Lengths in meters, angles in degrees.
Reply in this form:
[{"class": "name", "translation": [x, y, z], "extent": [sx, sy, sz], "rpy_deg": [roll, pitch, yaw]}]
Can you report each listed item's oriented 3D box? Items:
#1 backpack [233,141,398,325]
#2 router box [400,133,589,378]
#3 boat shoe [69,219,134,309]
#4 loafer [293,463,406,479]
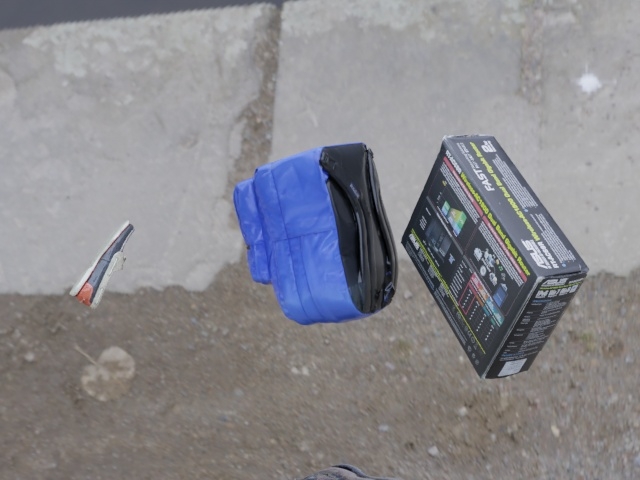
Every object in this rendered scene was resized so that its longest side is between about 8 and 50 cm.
[{"class": "backpack", "translation": [0.000, 0.000, 0.716], "extent": [0.101, 0.098, 0.120], "rpy_deg": [-16, 91, 31]}, {"class": "router box", "translation": [0.101, 0.008, 0.617], "extent": [0.038, 0.092, 0.122], "rpy_deg": [-6, 48, -25]}, {"class": "boat shoe", "translation": [-0.306, 0.034, 1.460], "extent": [0.043, 0.049, 0.137], "rpy_deg": [36, 73, -16]}, {"class": "loafer", "translation": [0.001, 0.269, 0.980], "extent": [0.095, 0.302, 0.109], "rpy_deg": [7, 74, -21]}]
